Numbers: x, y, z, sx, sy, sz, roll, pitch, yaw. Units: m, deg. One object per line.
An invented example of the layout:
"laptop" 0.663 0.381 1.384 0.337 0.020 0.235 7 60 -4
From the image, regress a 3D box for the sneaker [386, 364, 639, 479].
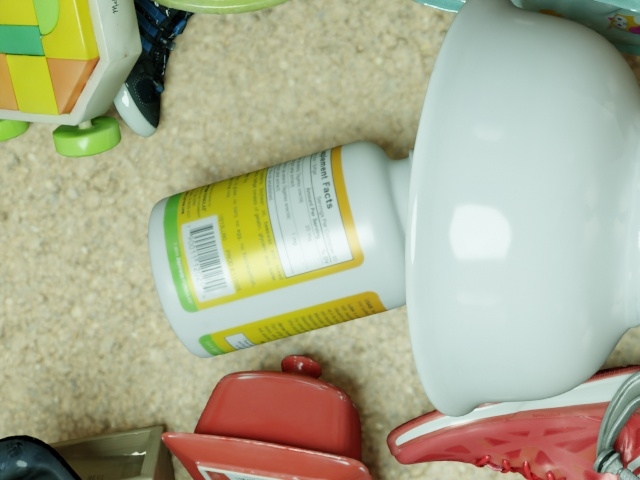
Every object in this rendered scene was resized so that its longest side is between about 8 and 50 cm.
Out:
"sneaker" 0.168 0.177 0.819 0.221 0.087 0.128 -15 80 11

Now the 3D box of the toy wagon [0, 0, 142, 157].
"toy wagon" -0.294 -0.210 0.893 0.344 0.068 0.267 9 118 34

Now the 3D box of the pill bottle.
"pill bottle" 0.000 0.000 0.844 0.245 0.136 0.137 -15 82 9

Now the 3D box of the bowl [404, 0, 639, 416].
"bowl" 0.168 -0.019 0.721 0.134 0.298 0.298 6 86 23

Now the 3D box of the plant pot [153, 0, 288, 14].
"plant pot" -0.084 -0.354 0.807 0.275 0.254 0.276 0 75 1

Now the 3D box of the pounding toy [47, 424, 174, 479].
"pounding toy" -0.192 0.224 0.867 0.141 0.130 0.100 -9 102 -1

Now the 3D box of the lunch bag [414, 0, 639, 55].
"lunch bag" 0.168 -0.284 0.830 0.262 0.160 0.224 19 92 24

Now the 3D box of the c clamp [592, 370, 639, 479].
"c clamp" 0.253 0.173 0.743 0.137 0.022 0.161 -54 52 13

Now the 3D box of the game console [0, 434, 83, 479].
"game console" -0.137 0.280 0.801 0.213 0.044 0.361 -31 114 7

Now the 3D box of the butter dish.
"butter dish" -0.026 0.148 0.846 0.160 0.160 0.118 7 62 12

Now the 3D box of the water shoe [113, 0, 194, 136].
"water shoe" -0.149 -0.194 0.927 0.080 0.073 0.203 -9 83 8
